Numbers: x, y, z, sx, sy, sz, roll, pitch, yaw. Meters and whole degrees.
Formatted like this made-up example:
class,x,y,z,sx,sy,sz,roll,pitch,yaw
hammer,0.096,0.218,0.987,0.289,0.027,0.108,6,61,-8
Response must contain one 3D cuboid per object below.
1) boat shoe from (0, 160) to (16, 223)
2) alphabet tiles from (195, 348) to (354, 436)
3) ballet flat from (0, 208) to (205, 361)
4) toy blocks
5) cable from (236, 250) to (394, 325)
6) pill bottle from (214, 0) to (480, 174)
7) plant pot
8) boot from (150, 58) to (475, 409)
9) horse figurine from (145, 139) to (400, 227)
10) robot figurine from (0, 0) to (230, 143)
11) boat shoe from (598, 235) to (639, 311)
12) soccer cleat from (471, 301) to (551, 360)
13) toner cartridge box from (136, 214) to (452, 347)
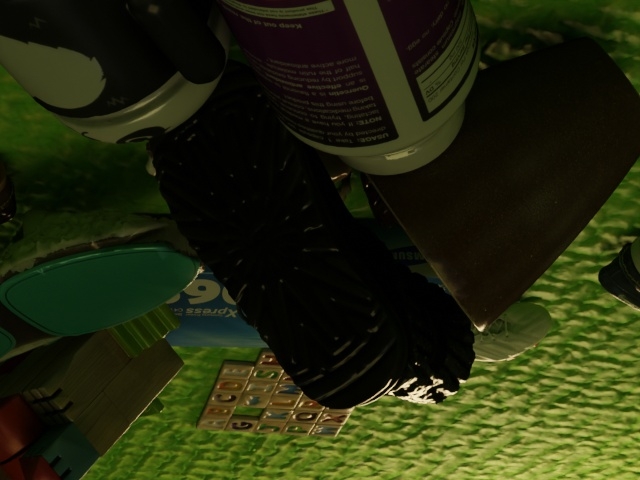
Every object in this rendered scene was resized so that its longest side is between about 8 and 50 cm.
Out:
class,x,y,z,sx,sy,sz,roll,pitch,yaw
boat shoe,-0.402,-0.033,1.423,0.206,0.073,0.073,-2,147,-1
alphabet tiles,-0.044,0.201,1.899,0.198,0.009,0.237,6,148,-14
ballet flat,-0.311,0.042,1.451,0.408,0.147,0.147,-24,144,14
toy blocks,-0.327,0.201,1.561,0.381,0.261,0.191,-17,115,49
cable,-0.001,0.032,1.472,0.184,0.047,0.151,0,133,-2
pill bottle,0.019,-0.187,1.110,0.181,0.182,0.323,-11,148,12
plant pot,0.175,-0.071,1.300,0.230,0.215,0.215,-35,142,4
boot,-0.003,0.003,1.315,0.131,0.348,0.260,-32,168,17
horse figurine,-0.043,-0.067,1.411,0.263,0.066,0.174,3,153,-7
robot figurine,-0.182,-0.190,1.085,0.173,0.209,0.278,-25,141,11
boat shoe,0.425,0.072,1.650,0.254,0.095,0.079,20,140,-31
soccer cleat,0.173,0.108,1.716,0.196,0.068,0.076,-13,144,20
toner cartridge box,-0.033,0.049,1.588,0.347,0.075,0.165,1,148,-7
